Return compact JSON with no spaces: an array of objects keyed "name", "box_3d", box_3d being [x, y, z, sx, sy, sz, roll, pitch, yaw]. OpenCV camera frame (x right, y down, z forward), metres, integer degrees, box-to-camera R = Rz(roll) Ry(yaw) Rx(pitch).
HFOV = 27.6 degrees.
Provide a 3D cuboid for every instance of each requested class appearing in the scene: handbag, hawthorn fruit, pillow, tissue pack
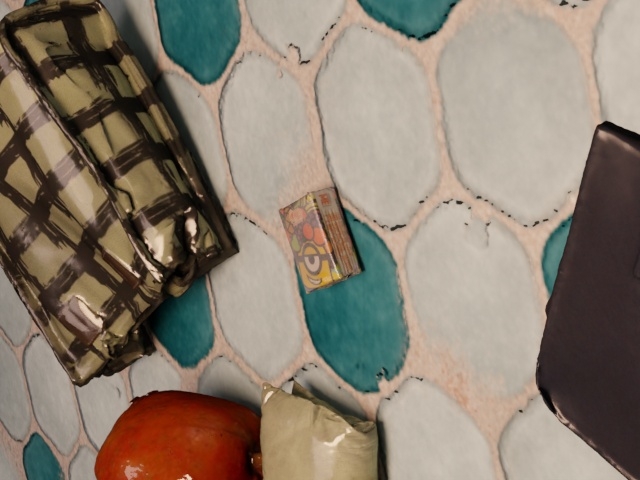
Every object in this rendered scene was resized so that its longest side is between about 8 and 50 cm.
[{"name":"handbag","box_3d":[-0.260,-0.046,1.423,0.327,0.163,0.325,59,145,12]},{"name":"hawthorn fruit","box_3d":[-0.124,0.239,1.331,0.202,0.185,0.185,-17,88,34]},{"name":"pillow","box_3d":[-0.001,0.228,1.234,0.134,0.078,0.181,16,112,48]},{"name":"handbag","box_3d":[0.279,0.070,0.746,0.326,0.118,0.269,41,140,38]},{"name":"tissue pack","box_3d":[0.000,0.000,1.181,0.063,0.035,0.083,-26,79,55]}]
